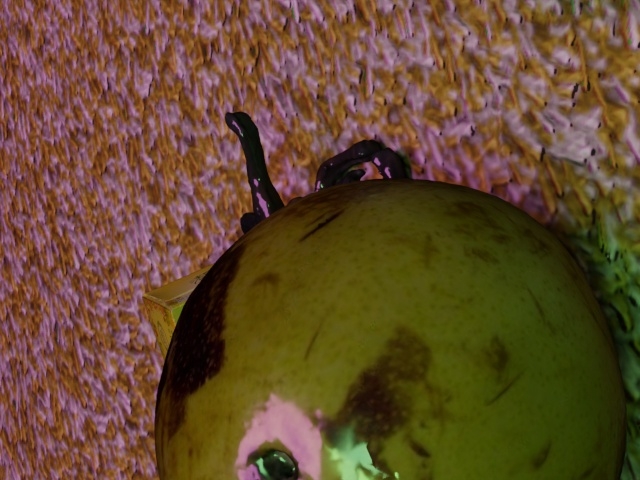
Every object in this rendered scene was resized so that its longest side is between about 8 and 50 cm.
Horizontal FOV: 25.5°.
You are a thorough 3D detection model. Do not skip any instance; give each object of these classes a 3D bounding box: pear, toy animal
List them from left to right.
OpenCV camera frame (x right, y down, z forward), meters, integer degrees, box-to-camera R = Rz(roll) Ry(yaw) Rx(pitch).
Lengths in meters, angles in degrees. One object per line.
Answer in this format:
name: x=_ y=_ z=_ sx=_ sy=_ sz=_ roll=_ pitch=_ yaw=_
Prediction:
toy animal: x=0.000 y=0.000 z=1.005 sx=0.233 sy=0.084 sz=0.148 roll=29 pitch=116 yaw=48
pear: x=0.032 y=0.100 z=0.789 sx=0.283 sy=0.283 sz=0.283 roll=3 pitch=93 yaw=55

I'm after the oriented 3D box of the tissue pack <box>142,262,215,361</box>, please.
tissue pack: x=-0.052 y=0.103 z=1.018 sx=0.062 sy=0.095 sz=0.176 roll=17 pitch=128 yaw=61
